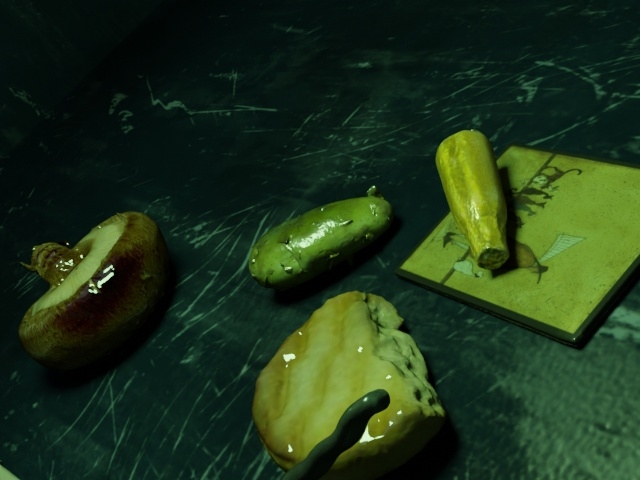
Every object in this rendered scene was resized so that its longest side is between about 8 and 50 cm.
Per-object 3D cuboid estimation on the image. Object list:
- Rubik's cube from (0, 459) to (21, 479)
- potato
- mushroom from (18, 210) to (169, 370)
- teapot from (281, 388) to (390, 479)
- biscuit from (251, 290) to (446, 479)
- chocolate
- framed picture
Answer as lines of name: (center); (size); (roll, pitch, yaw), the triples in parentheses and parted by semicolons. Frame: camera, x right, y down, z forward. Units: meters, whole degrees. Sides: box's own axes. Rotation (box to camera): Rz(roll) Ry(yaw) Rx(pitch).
Rubik's cube: (-0.547, 0.425, 1.287); (0.290, 0.291, 0.291); (-21, 36, 28)
potato: (0.000, 0.000, 1.454); (0.226, 0.090, 0.117); (-26, 26, 9)
mushroom: (-0.370, 0.081, 1.688); (0.278, 0.163, 0.297); (19, 63, 46)
teapot: (0.064, 0.302, 0.798); (0.285, 0.305, 0.223); (-29, 16, 32)
biscuit: (0.026, 0.178, 1.188); (0.213, 0.091, 0.274); (-29, 33, 11)
chocolate: (0.196, -0.049, 1.292); (0.086, 0.085, 0.219); (-28, 36, 19)
framed picture: (0.267, -0.012, 1.253); (0.255, 0.014, 0.339); (-47, 31, -13)
